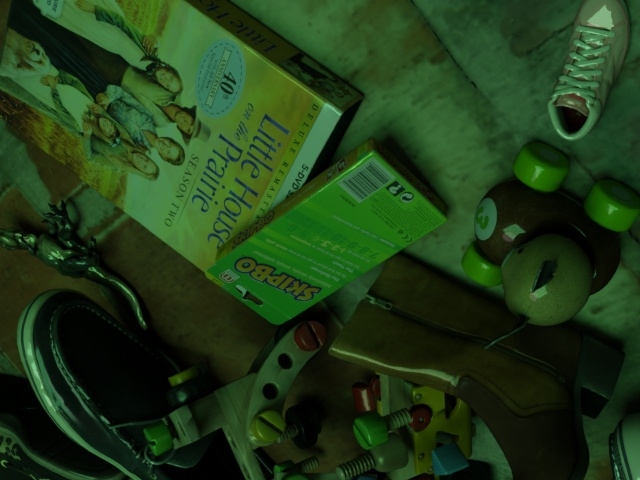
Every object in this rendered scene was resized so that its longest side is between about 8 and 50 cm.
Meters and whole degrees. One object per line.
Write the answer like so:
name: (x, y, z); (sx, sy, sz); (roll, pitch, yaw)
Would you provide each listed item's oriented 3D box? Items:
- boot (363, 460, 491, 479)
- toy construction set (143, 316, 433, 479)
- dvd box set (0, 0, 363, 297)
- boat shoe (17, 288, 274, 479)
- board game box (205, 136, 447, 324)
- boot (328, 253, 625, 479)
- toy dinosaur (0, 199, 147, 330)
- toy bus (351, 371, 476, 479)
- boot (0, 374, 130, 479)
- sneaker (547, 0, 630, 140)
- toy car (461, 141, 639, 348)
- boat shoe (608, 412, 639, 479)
boot: (0.131, 0.352, 1.090); (0.198, 0.077, 0.137); (-1, 120, 31)
toy construction set: (-0.056, 0.244, 0.958); (0.309, 0.237, 0.257); (17, 119, 60)
dvd box set: (-0.191, -0.159, 0.995); (0.420, 0.062, 0.307); (37, 128, 7)
boat shoe: (-0.207, 0.255, 1.160); (0.156, 0.187, 0.500); (-27, 106, 34)
board game box: (0.000, 0.000, 0.939); (0.259, 0.039, 0.124); (-35, 122, 26)
boot: (0.138, 0.153, 0.860); (0.280, 0.264, 0.096); (23, 152, 15)
toy dinosaur: (-0.345, 0.020, 1.182); (0.268, 0.064, 0.118); (29, 140, 9)
toy bus: (0.128, 0.223, 0.987); (0.202, 0.104, 0.191); (117, 135, -58)
boot: (-0.436, 0.394, 1.385); (0.377, 0.138, 0.284); (12, 120, 28)
sneaker: (0.238, -0.151, 0.754); (0.051, 0.070, 0.134); (18, 122, 22)
toy car: (0.198, 0.024, 0.796); (0.149, 0.188, 0.155); (30, 126, 12)
boat shoe: (0.326, 0.345, 0.935); (0.158, 0.127, 0.340); (-12, 110, 25)
